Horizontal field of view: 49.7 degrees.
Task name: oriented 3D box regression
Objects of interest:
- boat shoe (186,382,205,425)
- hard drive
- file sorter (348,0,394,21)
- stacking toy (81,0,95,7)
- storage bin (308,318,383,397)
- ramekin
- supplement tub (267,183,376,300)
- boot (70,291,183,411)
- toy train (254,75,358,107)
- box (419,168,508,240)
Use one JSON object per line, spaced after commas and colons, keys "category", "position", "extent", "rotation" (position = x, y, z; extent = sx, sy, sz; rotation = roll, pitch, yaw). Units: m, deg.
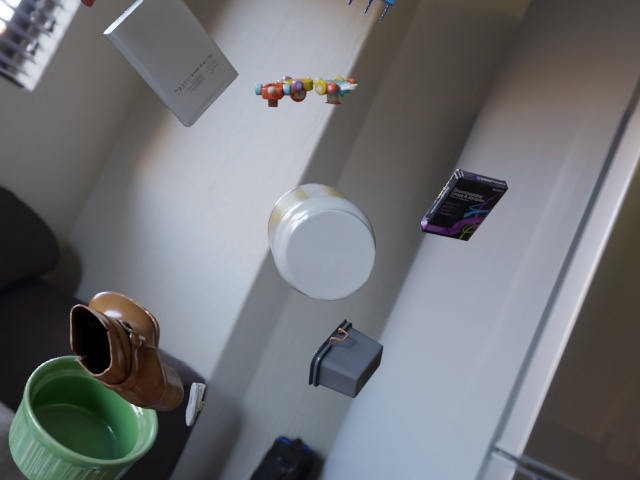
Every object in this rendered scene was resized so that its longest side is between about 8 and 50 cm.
{"category": "boat shoe", "position": [-0.283, 0.376, 1.583], "extent": [0.035, 0.100, 0.035], "rotation": [10, -2, -28]}
{"category": "hard drive", "position": [-0.364, -0.465, 1.735], "extent": [0.040, 0.203, 0.307], "rotation": [23, -22, 49]}
{"category": "file sorter", "position": [0.091, -0.564, 1.472], "extent": [0.170, 0.118, 0.104], "rotation": [27, -13, -3]}
{"category": "stacking toy", "position": [-0.538, -0.709, 1.545], "extent": [0.130, 0.309, 0.279], "rotation": [12, 43, -27]}
{"category": "storage bin", "position": [0.053, 0.217, 1.269], "extent": [0.091, 0.135, 0.098], "rotation": [22, -52, 22]}
{"category": "ramekin", "position": [-0.533, 0.418, 1.540], "extent": [0.303, 0.148, 0.303], "rotation": [31, 22, -14]}
{"category": "supplement tub", "position": [0.000, 0.000, 1.654], "extent": [0.241, 0.241, 0.331], "rotation": [26, 8, -12]}
{"category": "boot", "position": [-0.352, 0.156, 1.136], "extent": [0.283, 0.109, 0.220], "rotation": [53, -1, 32]}
{"category": "toy train", "position": [-0.021, -0.242, 1.150], "extent": [0.166, 0.046, 0.125], "rotation": [1, 22, 2]}
{"category": "box", "position": [0.290, -0.069, 1.409], "extent": [0.116, 0.162, 0.029], "rotation": [11, 43, -20]}
